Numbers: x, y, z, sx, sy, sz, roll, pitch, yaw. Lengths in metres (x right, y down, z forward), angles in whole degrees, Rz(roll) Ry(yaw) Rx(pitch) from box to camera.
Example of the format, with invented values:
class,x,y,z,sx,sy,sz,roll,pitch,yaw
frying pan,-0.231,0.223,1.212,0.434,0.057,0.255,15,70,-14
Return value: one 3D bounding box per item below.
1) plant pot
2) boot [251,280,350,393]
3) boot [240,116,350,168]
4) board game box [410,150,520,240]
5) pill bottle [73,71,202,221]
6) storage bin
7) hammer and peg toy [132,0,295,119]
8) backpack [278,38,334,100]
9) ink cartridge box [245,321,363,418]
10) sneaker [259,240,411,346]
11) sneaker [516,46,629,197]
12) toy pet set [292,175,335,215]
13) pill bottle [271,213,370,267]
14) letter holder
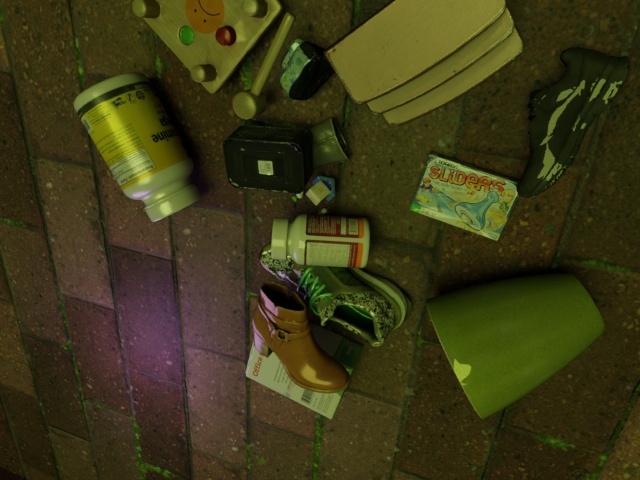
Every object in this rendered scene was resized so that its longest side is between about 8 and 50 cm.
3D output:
class,x,y,z,sx,sy,sz,roll,pitch,yaw
plant pot,0.421,0.192,0.971,0.293,0.275,0.275,-27,102,14
boot,-0.041,0.228,1.090,0.283,0.109,0.220,30,133,22
boot,-0.059,-0.233,1.052,0.208,0.076,0.189,-17,120,34
board game box,0.312,-0.097,0.990,0.201,0.035,0.136,20,119,12
pill bottle,-0.439,-0.224,1.139,0.188,0.188,0.334,-19,106,27
storage bin,-0.114,-0.181,1.017,0.180,0.084,0.122,7,126,13
hammer and peg toy,-0.199,-0.458,0.975,0.361,0.127,0.266,47,119,-4
backpack,-0.034,-0.361,0.970,0.114,0.105,0.084,-47,69,32
ink cartridge box,-0.049,0.339,1.281,0.278,0.117,0.201,23,119,10
sneaker,0.018,0.123,1.120,0.410,0.182,0.158,25,120,10
sneaker,0.439,-0.218,0.859,0.130,0.109,0.286,29,111,14
toy pet set,-0.013,-0.118,1.109,0.122,0.065,0.114,49,155,-1
pill bottle,0.000,0.000,1.072,0.221,0.121,0.121,3,115,-1
letter holder,0.201,-0.351,0.854,0.302,0.152,0.214,-26,103,29
